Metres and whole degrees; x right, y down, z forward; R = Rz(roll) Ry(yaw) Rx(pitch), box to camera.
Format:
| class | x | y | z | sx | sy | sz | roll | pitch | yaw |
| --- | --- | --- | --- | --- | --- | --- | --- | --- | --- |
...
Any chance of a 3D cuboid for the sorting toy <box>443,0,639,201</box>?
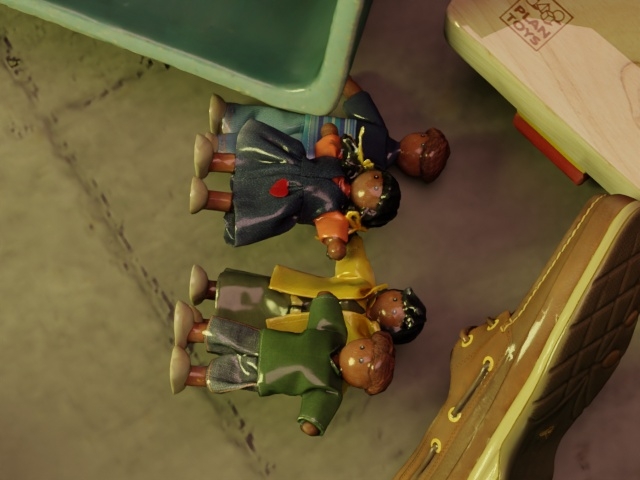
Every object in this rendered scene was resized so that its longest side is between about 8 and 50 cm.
| class | x | y | z | sx | sy | sz | roll | pitch | yaw |
| --- | --- | --- | --- | --- | --- | --- | --- | --- | --- |
| sorting toy | 0.229 | -0.081 | 0.834 | 0.255 | 0.089 | 0.257 | -43 | 78 | -15 |

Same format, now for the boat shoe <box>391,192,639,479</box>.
| class | x | y | z | sx | sy | sz | roll | pitch | yaw |
| --- | --- | --- | --- | --- | --- | --- | --- | --- | --- |
| boat shoe | 0.080 | 0.055 | 0.769 | 0.060 | 0.064 | 0.178 | 33 | 103 | 30 |

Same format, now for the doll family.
| class | x | y | z | sx | sy | sz | roll | pitch | yaw |
| --- | --- | --- | --- | --- | --- | --- | --- | --- | --- |
| doll family | 0.000 | 0.000 | 0.806 | 0.111 | 0.076 | 0.193 | 2 | 68 | 3 |

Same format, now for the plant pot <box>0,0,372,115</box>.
| class | x | y | z | sx | sy | sz | roll | pitch | yaw |
| --- | --- | --- | --- | --- | --- | --- | --- | --- | --- |
| plant pot | -0.048 | -0.255 | 0.806 | 0.247 | 0.248 | 0.252 | 21 | 48 | 5 |
